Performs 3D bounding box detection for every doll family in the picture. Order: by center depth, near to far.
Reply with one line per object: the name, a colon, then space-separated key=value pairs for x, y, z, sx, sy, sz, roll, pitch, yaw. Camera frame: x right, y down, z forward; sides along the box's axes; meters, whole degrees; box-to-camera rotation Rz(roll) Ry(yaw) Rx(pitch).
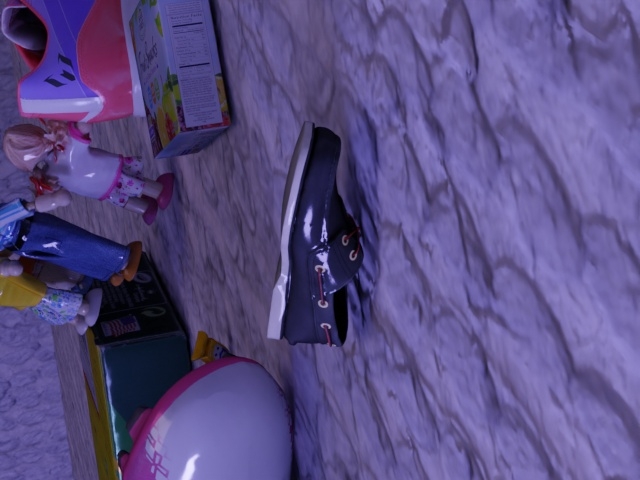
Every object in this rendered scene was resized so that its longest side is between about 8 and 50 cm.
doll family: x=-0.240 y=0.006 z=1.227 sx=0.263 sy=0.163 sz=0.118 roll=-41 pitch=36 yaw=49

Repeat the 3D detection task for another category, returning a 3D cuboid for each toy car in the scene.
toy car: x=-0.057 y=0.117 z=1.056 sx=0.040 sy=0.060 sz=0.122 roll=35 pitch=-136 yaw=-41

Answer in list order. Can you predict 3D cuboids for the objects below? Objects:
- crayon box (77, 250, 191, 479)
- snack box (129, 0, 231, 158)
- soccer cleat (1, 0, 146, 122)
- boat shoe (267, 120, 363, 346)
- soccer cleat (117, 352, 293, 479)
crayon box: x=-0.165 y=0.193 z=1.412 sx=0.202 sy=0.081 sz=0.319 roll=-128 pitch=32 yaw=-63
snack box: x=-0.094 y=-0.112 z=0.995 sx=0.141 sy=0.037 sz=0.100 roll=162 pitch=99 yaw=-76
soccer cleat: x=-0.205 y=-0.208 z=1.207 sx=0.109 sy=0.116 sz=0.318 roll=94 pitch=160 yaw=-45
boat shoe: x=0.000 y=-0.001 z=0.692 sx=0.133 sy=0.042 sz=0.049 roll=96 pitch=-175 yaw=-46
soccer cleat: x=-0.049 y=0.201 z=0.941 sx=0.143 sy=0.116 sz=0.331 roll=46 pitch=149 yaw=26
